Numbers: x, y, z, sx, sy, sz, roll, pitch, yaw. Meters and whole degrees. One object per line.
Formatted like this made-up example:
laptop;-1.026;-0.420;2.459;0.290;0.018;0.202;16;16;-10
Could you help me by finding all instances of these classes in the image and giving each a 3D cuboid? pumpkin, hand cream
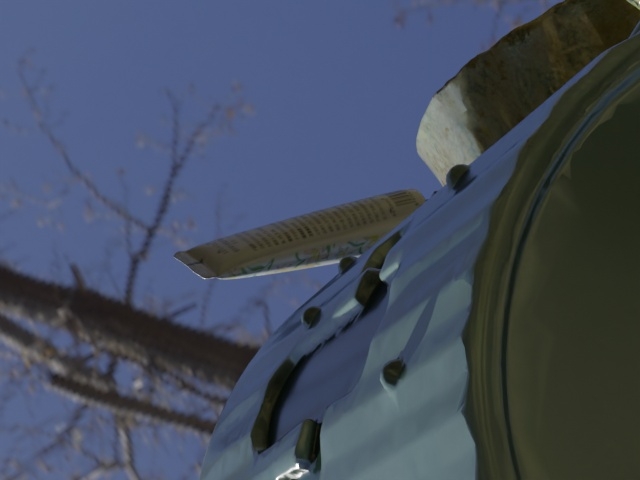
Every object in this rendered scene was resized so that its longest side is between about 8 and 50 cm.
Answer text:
pumpkin;0.269;-0.078;1.576;0.332;0.332;0.199;-27;-109;-6
hand cream;0.000;0.000;1.293;0.194;0.042;0.067;-13;-157;-20

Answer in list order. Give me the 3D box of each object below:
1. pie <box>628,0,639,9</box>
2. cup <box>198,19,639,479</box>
pie;0.308;-0.257;1.145;0.323;0.323;0.070;13;-162;23
cup;0.120;0.058;0.714;0.310;0.392;0.401;-7;-106;-14
